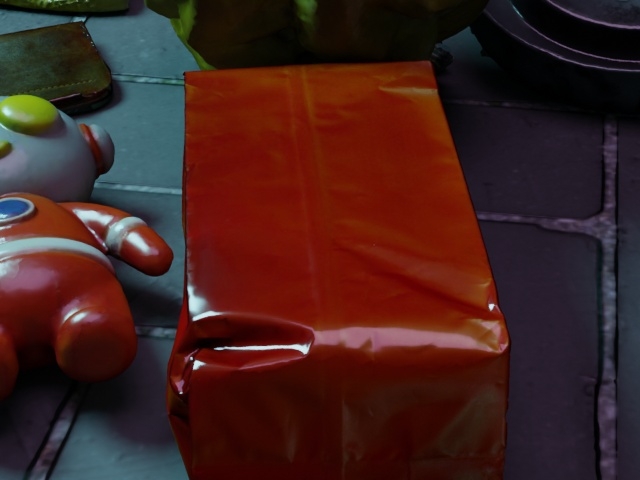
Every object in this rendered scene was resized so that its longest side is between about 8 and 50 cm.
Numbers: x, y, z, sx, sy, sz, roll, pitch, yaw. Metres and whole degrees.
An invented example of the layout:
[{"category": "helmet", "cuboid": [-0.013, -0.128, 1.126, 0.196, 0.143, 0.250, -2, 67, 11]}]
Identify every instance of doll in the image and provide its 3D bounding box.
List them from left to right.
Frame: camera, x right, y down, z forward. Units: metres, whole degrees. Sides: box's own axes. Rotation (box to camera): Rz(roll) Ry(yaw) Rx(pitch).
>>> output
[{"category": "doll", "cuboid": [-0.215, -0.018, 0.964, 0.199, 0.105, 0.336, -13, 38, -10]}]

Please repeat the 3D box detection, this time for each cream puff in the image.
[{"category": "cream puff", "cuboid": [-0.032, -0.228, 1.075, 0.324, 0.291, 0.257, 8, 31, 22]}]

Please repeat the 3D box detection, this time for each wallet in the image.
[{"category": "wallet", "cuboid": [-0.308, -0.130, 1.186, 0.255, 0.031, 0.137, -15, 37, -18]}]

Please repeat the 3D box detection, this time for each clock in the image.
[{"category": "clock", "cuboid": [0.271, -0.238, 1.220, 0.312, 0.061, 0.313, -3, 52, 3]}]

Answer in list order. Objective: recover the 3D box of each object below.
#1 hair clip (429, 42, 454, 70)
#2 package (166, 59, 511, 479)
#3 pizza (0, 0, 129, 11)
[{"category": "hair clip", "cuboid": [0.063, -0.190, 1.247, 0.049, 0.049, 0.173, -25, 47, -29]}, {"category": "package", "cuboid": [0.000, 0.001, 0.917, 0.195, 0.123, 0.424, -1, 37, -3]}, {"category": "pizza", "cuboid": [-0.254, -0.289, 1.377, 0.204, 0.081, 0.188, 22, 64, 15]}]
